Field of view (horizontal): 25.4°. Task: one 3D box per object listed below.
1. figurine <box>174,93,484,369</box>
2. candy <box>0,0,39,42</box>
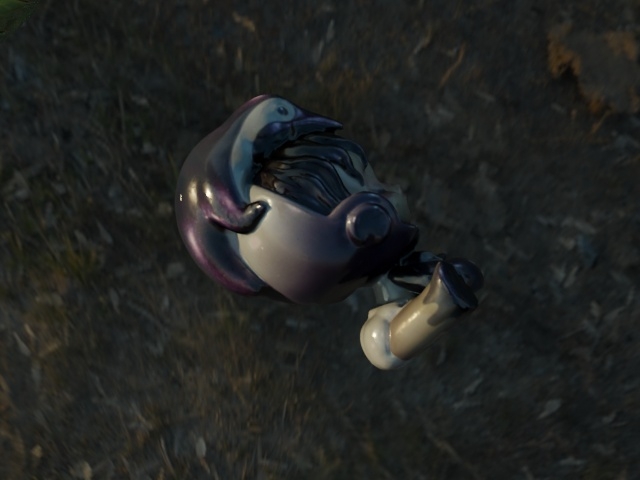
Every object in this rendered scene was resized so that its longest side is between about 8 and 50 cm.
[{"bbox_3d":[0.000,0.000,1.019,0.222,0.145,0.145,42,76,2],"label":"figurine"},{"bbox_3d":[-0.211,-0.196,0.819,0.142,0.343,0.132,29,78,-18],"label":"candy"}]
